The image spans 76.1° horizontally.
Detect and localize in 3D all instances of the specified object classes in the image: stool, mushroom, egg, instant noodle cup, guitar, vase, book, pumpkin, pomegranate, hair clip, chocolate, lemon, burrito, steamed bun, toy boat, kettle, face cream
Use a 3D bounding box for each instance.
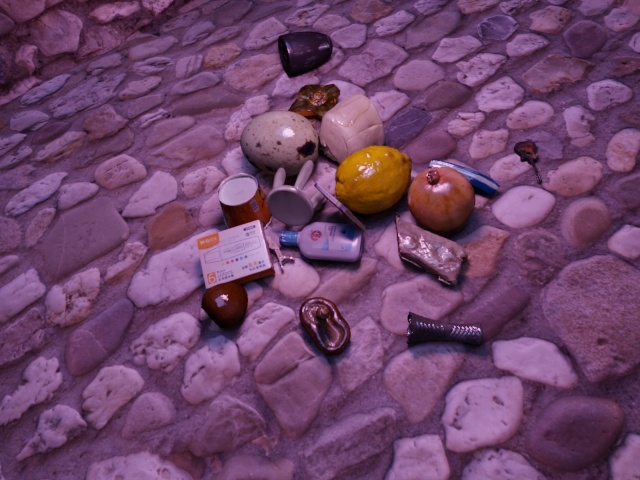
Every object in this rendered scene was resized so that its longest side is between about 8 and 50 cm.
[{"bbox_3d":[-0.096,-0.190,1.672,0.195,0.195,0.199,-7,39,29],"label":"stool"},{"bbox_3d":[0.005,0.256,1.386,0.148,0.218,0.227,-38,60,-15],"label":"mushroom"},{"bbox_3d":[-0.182,-0.427,1.819,0.378,0.288,0.288,0,57,23],"label":"egg"},{"bbox_3d":[-0.326,-0.161,1.729,0.229,0.182,0.231,-4,58,7],"label":"instant noodle cup"},{"bbox_3d":[0.901,-0.336,1.750,0.088,0.025,0.234,-6,58,4],"label":"guitar"},{"bbox_3d":[0.412,0.303,1.369,0.237,0.116,0.116,4,58,8],"label":"vase"},{"bbox_3d":[0.074,-0.129,1.584,0.026,0.157,0.231,-48,45,4],"label":"book"},{"bbox_3d":[-0.010,-0.695,2.078,0.289,0.095,0.259,12,64,20],"label":"pumpkin"},{"bbox_3d":[0.456,-0.171,1.565,0.229,0.270,0.252,-40,53,-7],"label":"pomegranate"},{"bbox_3d":[-0.186,0.030,1.672,0.072,0.034,0.226,-33,58,-13],"label":"hair clip"},{"bbox_3d":[-0.342,0.227,1.497,0.176,0.177,0.177,-4,57,6],"label":"chocolate"},{"bbox_3d":[0.216,-0.245,1.654,0.315,0.286,0.286,1,57,2],"label":"lemon"},{"bbox_3d":[0.387,0.027,1.551,0.347,0.107,0.175,33,54,24],"label":"burrito"},{"bbox_3d":[0.156,-0.483,1.850,0.272,0.273,0.290,38,73,11],"label":"steamed bun"},{"bbox_3d":[0.592,-0.258,1.708,0.298,0.096,0.062,23,74,19],"label":"toy boat"},{"bbox_3d":[-0.080,-1.064,2.284,0.289,0.208,0.268,-21,29,-12],"label":"kettle"},{"bbox_3d":[0.000,0.000,1.632,0.335,0.080,0.163,4,60,16],"label":"face cream"}]

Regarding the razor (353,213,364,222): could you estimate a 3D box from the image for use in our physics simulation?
[{"bbox_3d":[0.156,-0.051,1.676,0.044,0.028,0.155,-2,57,8],"label":"razor"}]

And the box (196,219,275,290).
[{"bbox_3d":[-0.334,0.064,1.610,0.273,0.091,0.221,-20,70,0],"label":"box"}]
